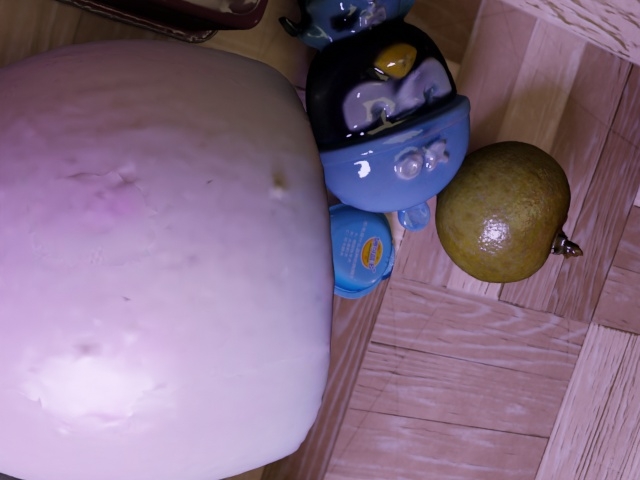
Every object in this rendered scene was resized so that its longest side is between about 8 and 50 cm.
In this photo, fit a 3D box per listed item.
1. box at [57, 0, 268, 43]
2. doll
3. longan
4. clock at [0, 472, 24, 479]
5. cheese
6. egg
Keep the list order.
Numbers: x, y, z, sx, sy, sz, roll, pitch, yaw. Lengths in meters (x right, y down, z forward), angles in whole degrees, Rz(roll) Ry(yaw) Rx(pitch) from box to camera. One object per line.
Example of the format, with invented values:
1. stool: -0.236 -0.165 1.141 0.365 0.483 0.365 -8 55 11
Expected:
1. box: -0.164 -0.282 0.741 0.294 0.167 0.193 14 99 -29
2. doll: 0.058 -0.154 0.907 0.177 0.141 0.314 -24 110 -17
3. longan: 0.212 -0.027 1.008 0.155 0.176 0.145 106 9 -46
4. clock: -0.401 0.335 0.819 0.324 0.108 0.265 -50 120 -6
5. cheese: 0.000 0.000 0.948 0.256 0.037 0.106 16 88 -45
6. egg: -0.201 0.022 0.702 0.339 0.354 0.355 -3 105 -22
